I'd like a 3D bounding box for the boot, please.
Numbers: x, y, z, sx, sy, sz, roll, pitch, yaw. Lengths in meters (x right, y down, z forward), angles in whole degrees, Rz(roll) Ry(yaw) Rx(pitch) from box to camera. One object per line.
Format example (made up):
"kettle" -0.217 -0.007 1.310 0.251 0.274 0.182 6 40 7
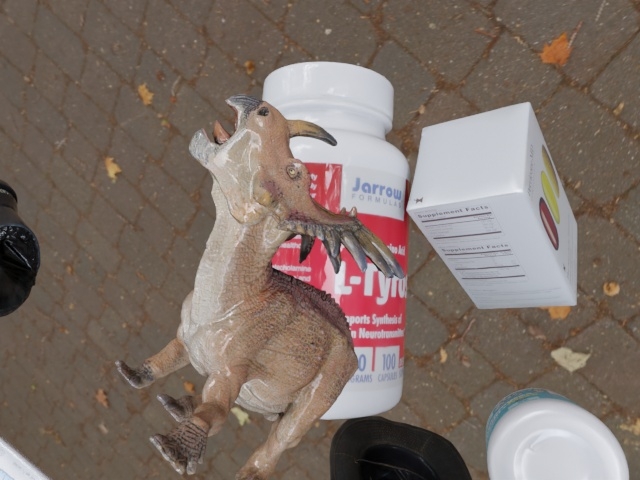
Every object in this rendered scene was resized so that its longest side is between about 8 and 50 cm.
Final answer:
"boot" -0.476 0.051 0.751 0.207 0.094 0.246 39 106 46

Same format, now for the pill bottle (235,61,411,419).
"pill bottle" 0.000 0.000 0.699 0.229 0.229 0.407 0 84 37

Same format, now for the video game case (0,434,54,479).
"video game case" -0.322 0.275 0.507 0.157 0.143 0.019 42 156 -3

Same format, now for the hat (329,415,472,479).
"hat" 0.152 0.506 1.073 0.332 0.331 0.133 23 113 25

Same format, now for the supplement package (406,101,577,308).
"supplement package" 0.228 -0.029 0.685 0.134 0.139 0.244 -8 143 35

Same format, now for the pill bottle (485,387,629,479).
"pill bottle" 0.292 0.272 0.706 0.146 0.264 0.146 -3 78 16

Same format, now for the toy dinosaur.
"toy dinosaur" -0.024 0.068 0.392 0.127 0.200 0.295 36 160 34
